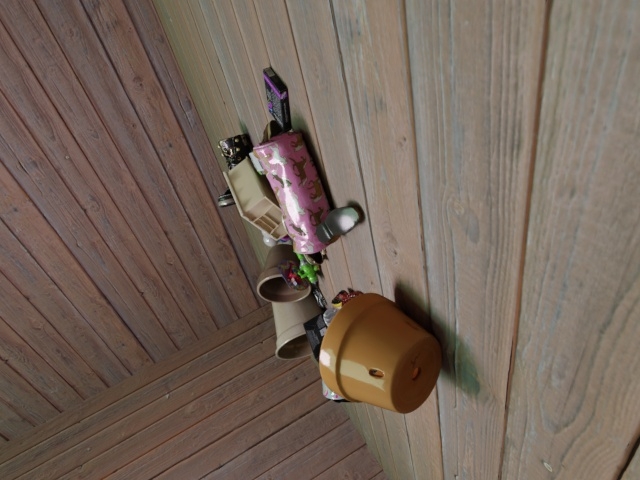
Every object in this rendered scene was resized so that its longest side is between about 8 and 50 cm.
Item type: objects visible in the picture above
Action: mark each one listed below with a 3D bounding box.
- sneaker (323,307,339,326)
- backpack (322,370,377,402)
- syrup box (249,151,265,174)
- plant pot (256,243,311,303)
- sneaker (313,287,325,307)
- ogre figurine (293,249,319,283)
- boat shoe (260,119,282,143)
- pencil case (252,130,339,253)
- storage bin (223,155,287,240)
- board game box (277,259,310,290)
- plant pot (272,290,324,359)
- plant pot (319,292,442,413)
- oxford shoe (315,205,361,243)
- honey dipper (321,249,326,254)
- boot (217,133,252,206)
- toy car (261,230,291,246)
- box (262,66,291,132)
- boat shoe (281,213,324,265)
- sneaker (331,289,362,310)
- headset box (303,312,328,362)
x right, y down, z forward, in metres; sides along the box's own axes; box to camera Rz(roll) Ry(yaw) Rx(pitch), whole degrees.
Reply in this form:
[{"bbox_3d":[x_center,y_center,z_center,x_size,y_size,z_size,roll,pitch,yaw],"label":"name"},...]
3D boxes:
[{"bbox_3d":[0.118,0.412,1.815,0.282,0.105,0.115,63,-171,7],"label":"sneaker"},{"bbox_3d":[0.129,0.523,1.609,0.225,0.253,0.191,132,131,-76],"label":"backpack"},{"bbox_3d":[-0.186,-0.307,1.560,0.093,0.096,0.237,65,167,-15],"label":"syrup box"},{"bbox_3d":[-0.182,0.148,2.063,0.263,0.262,0.230,83,180,-53],"label":"plant pot"},{"bbox_3d":[-0.003,0.279,2.079,0.044,0.040,0.109,-87,-26,-86],"label":"sneaker"},{"bbox_3d":[-0.058,0.116,1.861,0.118,0.096,0.197,-118,20,-56],"label":"ogre figurine"},{"bbox_3d":[-0.166,-0.312,1.403,0.060,0.064,0.178,-20,61,46],"label":"boat shoe"},{"bbox_3d":[-0.071,-0.143,1.324,0.387,0.160,0.167,68,169,-19],"label":"pencil case"},{"bbox_3d":[-0.241,-0.168,1.738,0.260,0.123,0.262,41,-164,-53],"label":"storage bin"},{"bbox_3d":[-0.110,0.146,1.887,0.169,0.133,0.033,55,127,20],"label":"board game box"},{"bbox_3d":[-0.113,0.406,2.193,0.334,0.333,0.306,86,164,-57],"label":"plant pot"},{"bbox_3d":[0.170,0.303,1.081,0.203,0.290,0.291,18,135,48],"label":"plant pot"},{"bbox_3d":[0.062,-0.055,1.208,0.212,0.076,0.076,-29,86,60],"label":"oxford shoe"},{"bbox_3d":[0.000,0.000,1.584,0.030,0.030,0.161,50,162,42],"label":"honey dipper"},{"bbox_3d":[-0.389,-0.322,1.919,0.377,0.138,0.285,-48,-56,-61],"label":"boot"},{"bbox_3d":[-0.185,-0.054,1.960,0.136,0.159,0.182,21,153,11],"label":"toy car"},{"bbox_3d":[-0.132,-0.429,1.296,0.116,0.029,0.162,57,163,27],"label":"box"},{"bbox_3d":[-0.058,-0.014,1.642,0.258,0.095,0.095,56,172,-20],"label":"boat shoe"},{"bbox_3d":[0.122,0.235,1.500,0.093,0.088,0.225,45,169,-13],"label":"sneaker"},{"bbox_3d":[0.057,0.507,1.935,0.293,0.110,0.218,55,-175,-39],"label":"headset box"}]
